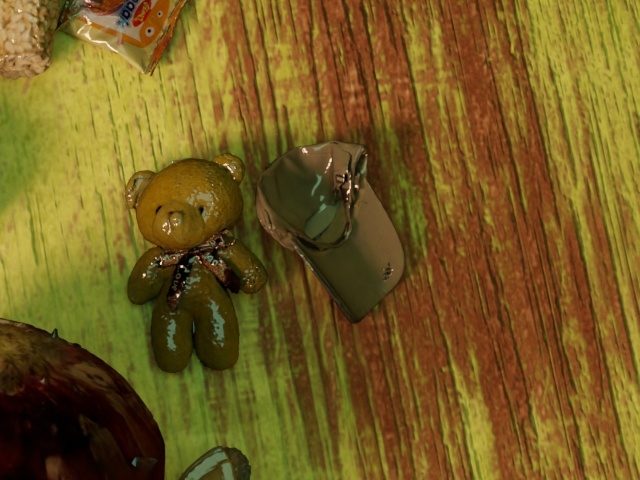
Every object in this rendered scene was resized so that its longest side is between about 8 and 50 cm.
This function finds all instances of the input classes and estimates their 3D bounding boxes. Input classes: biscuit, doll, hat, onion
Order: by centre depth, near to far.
[{"bbox_3d":[-0.310,0.261,1.560,0.347,0.348,0.385,13,111,-5],"label":"onion"},{"bbox_3d":[-0.124,0.022,1.728,0.137,0.097,0.209,-8,84,6],"label":"doll"},{"bbox_3d":[0.000,0.000,1.769,0.147,0.085,0.175,-36,107,-35],"label":"hat"},{"bbox_3d":[-0.298,-0.245,1.778,0.082,0.070,0.168,-2,76,23],"label":"biscuit"}]

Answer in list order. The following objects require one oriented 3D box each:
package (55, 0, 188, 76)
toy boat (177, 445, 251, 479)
[{"bbox_3d":[-0.201,-0.235,1.811,0.120,0.031,0.108,25,75,-2],"label":"package"},{"bbox_3d":[-0.034,0.339,1.663,0.121,0.089,0.321,-24,85,-10],"label":"toy boat"}]
